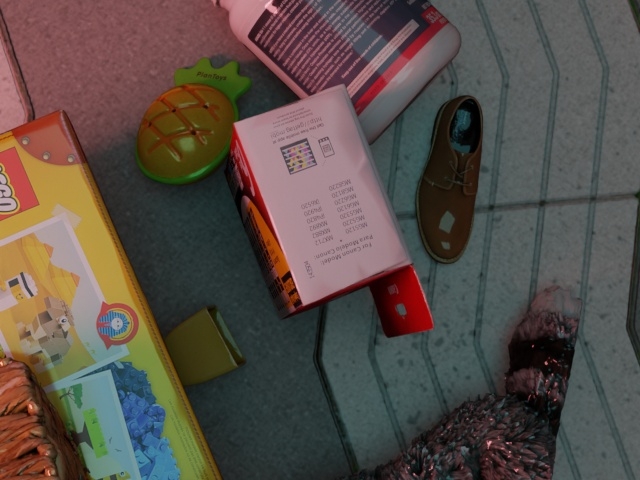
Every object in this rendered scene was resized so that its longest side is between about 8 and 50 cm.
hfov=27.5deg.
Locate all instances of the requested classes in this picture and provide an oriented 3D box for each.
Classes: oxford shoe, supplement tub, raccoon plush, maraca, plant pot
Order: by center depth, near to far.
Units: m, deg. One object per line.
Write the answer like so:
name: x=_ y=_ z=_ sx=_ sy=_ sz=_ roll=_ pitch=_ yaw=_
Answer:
plant pot: x=-0.147 y=0.133 z=1.558 sx=0.083 sy=0.081 sz=0.081 roll=-29 pitch=87 yaw=2
supplement tub: x=0.015 y=-0.262 z=1.561 sx=0.272 sy=0.191 sz=0.191 roll=44 pitch=81 yaw=0
raccoon plush: x=0.124 y=0.247 z=1.562 sx=0.299 sy=0.216 sz=0.446 roll=12 pitch=53 yaw=9
maraca: x=-0.154 y=-0.145 z=1.579 sx=0.127 sy=0.099 sz=0.186 roll=12 pitch=63 yaw=19
oxford shoe: x=0.163 y=-0.078 z=1.616 sx=0.076 sy=0.076 sz=0.212 roll=6 pitch=85 yaw=-7

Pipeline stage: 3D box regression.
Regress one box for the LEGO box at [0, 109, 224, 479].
LEGO box: x=-0.345 y=0.169 z=1.415 sx=0.372 sy=0.193 sz=0.500 roll=-24 pitch=90 yaw=-8

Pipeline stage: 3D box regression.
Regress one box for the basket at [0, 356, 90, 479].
basket: x=-0.377 y=0.263 z=1.261 sx=0.299 sy=0.223 sz=0.213 roll=-23 pitch=57 yaw=-7

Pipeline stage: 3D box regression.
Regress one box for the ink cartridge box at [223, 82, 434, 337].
ink cartridge box: x=0.000 y=0.000 z=1.470 sx=0.130 sy=0.309 sz=0.272 roll=-21 pitch=86 yaw=-8
